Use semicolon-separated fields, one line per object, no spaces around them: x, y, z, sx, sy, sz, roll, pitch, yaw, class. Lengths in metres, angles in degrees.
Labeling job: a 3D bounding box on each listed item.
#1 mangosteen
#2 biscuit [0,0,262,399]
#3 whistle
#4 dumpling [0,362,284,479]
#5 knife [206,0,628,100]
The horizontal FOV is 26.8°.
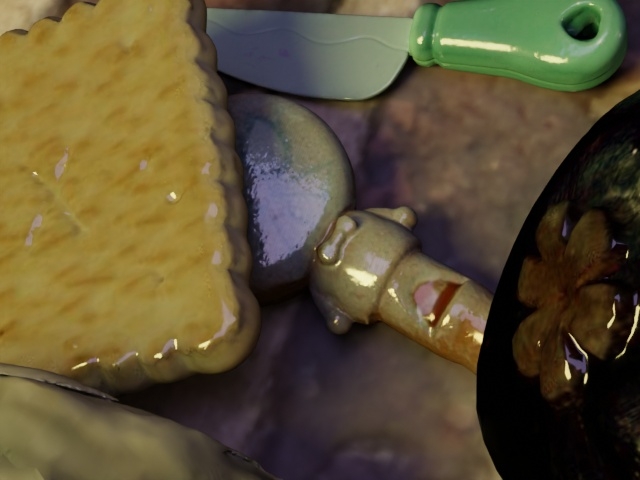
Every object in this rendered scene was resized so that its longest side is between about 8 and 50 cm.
0.188;0.037;0.520;0.243;0.243;0.243;-4;62;8;mangosteen
-0.185;0.007;0.654;0.325;0.044;0.217;-20;61;15;biscuit
0.000;0.000;0.652;0.220;0.057;0.107;29;76;18;whistle
-0.135;0.169;0.512;0.318;0.187;0.243;10;78;5;dumpling
0.031;-0.101;0.716;0.260;0.034;0.063;1;70;18;knife
